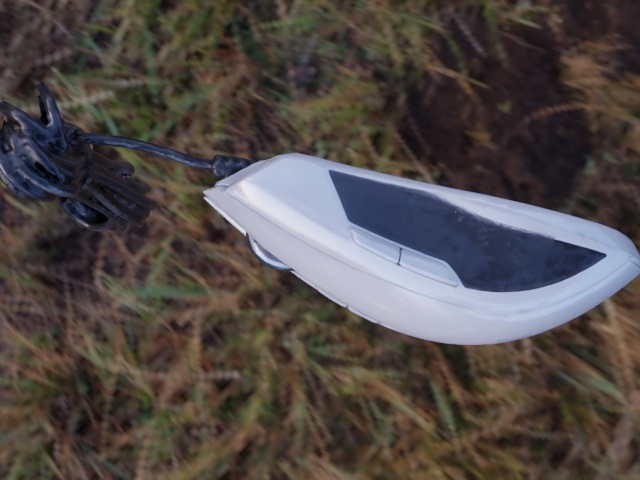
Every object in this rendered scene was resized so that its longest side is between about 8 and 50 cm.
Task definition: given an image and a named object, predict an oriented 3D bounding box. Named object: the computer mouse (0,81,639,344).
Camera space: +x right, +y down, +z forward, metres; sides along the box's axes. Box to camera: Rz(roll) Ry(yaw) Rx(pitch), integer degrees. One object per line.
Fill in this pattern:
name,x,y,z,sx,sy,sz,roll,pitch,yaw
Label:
computer mouse,0.000,0.000,0.563,0.193,0.106,0.042,13,82,1
